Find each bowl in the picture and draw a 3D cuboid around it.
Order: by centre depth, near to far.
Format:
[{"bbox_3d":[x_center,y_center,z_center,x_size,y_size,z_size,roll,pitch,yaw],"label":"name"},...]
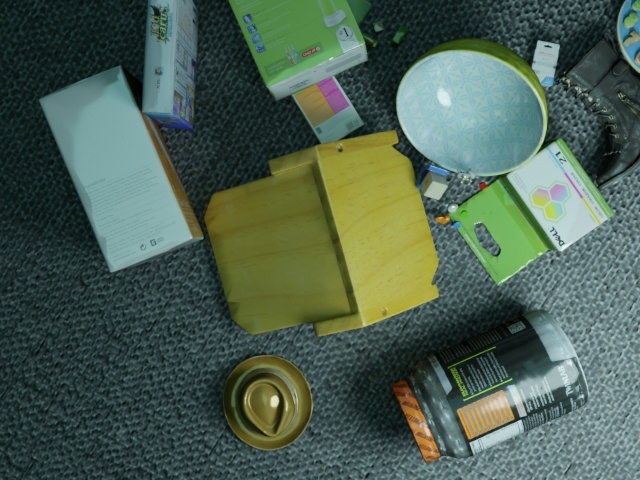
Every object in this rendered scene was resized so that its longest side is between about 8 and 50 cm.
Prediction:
[{"bbox_3d":[0.306,-0.282,1.861,0.289,0.289,0.156,29,48,-1],"label":"bowl"}]

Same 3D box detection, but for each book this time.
[{"bbox_3d":[0.010,-0.270,1.937,0.096,0.035,0.144,-31,91,-3],"label":"book"}]

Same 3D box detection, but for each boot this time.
[{"bbox_3d":[0.562,-0.254,1.919,0.229,0.091,0.263,39,80,0],"label":"boot"}]

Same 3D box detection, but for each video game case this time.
[{"bbox_3d":[-0.280,-0.344,1.815,0.061,0.269,0.244,2,90,0],"label":"video game case"}]

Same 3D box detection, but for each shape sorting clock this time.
[{"bbox_3d":[0.686,-0.413,1.917,0.206,0.040,0.206,3,77,-13],"label":"shape sorting clock"}]

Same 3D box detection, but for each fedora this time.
[{"bbox_3d":[-0.107,0.328,1.920,0.194,0.079,0.194,0,91,0],"label":"fedora"}]

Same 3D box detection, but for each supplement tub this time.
[{"bbox_3d":[0.323,0.287,1.860,0.338,0.207,0.207,-23,91,0],"label":"supplement tub"}]

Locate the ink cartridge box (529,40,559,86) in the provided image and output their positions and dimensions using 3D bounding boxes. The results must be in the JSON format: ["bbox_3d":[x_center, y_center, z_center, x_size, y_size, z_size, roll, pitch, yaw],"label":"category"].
[{"bbox_3d":[0.449,-0.356,1.940,0.048,0.028,0.083,11,91,-1],"label":"ink cartridge box"}]

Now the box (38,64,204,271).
[{"bbox_3d":[-0.372,-0.131,1.845,0.168,0.215,0.345,-23,91,0],"label":"box"}]

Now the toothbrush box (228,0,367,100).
[{"bbox_3d":[-0.057,-0.447,1.868,0.206,0.122,0.283,-24,84,3],"label":"toothbrush box"}]

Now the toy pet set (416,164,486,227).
[{"bbox_3d":[0.249,-0.102,1.912,0.114,0.065,0.122,17,128,-19],"label":"toy pet set"}]

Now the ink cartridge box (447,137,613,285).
[{"bbox_3d":[0.414,-0.052,1.910,0.255,0.097,0.188,-35,91,-1],"label":"ink cartridge box"}]

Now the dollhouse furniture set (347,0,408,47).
[{"bbox_3d":[0.097,-0.437,1.921,0.152,0.058,0.076,32,90,-1],"label":"dollhouse furniture set"}]

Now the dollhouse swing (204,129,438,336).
[{"bbox_3d":[0.000,0.000,1.927,0.315,0.305,0.346,-17,91,-42],"label":"dollhouse swing"}]
